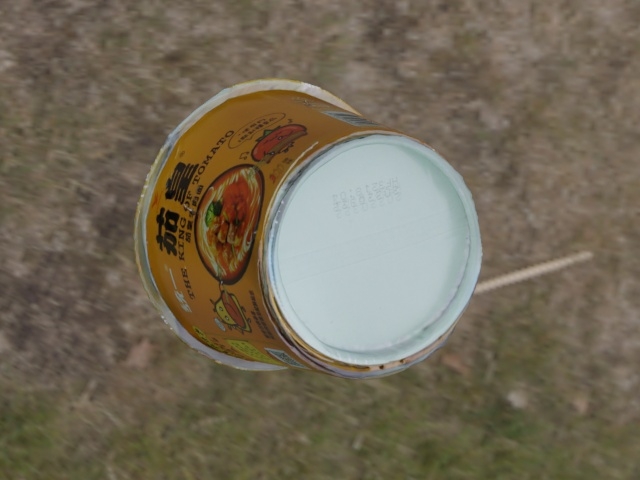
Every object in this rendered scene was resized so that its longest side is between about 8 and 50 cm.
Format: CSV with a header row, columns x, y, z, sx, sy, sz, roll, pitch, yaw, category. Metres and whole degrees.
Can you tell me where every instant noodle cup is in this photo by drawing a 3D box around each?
x,y,z,sx,sy,sz,roll,pitch,yaw,category
0.000,0.000,1.284,0.215,0.172,0.216,-4,99,-26,instant noodle cup
